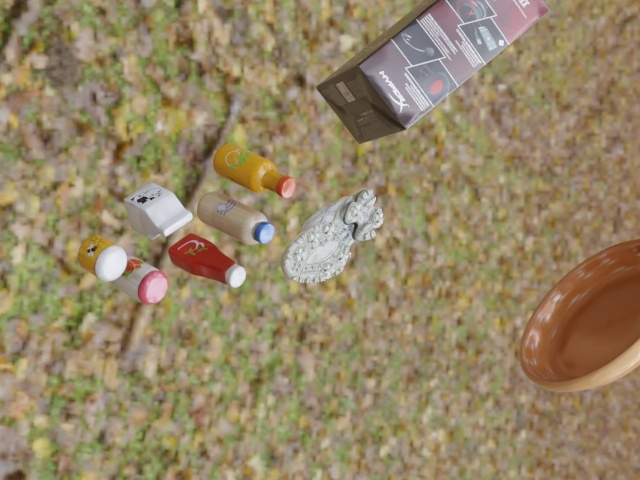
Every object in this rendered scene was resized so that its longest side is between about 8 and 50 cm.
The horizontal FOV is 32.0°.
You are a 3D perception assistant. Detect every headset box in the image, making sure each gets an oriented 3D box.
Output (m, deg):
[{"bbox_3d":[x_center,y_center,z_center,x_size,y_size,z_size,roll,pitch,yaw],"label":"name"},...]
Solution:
[{"bbox_3d":[0.159,-0.270,1.537,0.293,0.218,0.110,-40,99,-12],"label":"headset box"}]

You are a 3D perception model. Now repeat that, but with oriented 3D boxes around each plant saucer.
[{"bbox_3d":[0.296,0.082,1.162,0.037,0.200,0.200,45,46,-18],"label":"plant saucer"}]

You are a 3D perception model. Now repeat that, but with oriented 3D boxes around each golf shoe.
[{"bbox_3d":[0.000,0.000,1.376,0.176,0.086,0.069,-36,112,-40],"label":"golf shoe"}]

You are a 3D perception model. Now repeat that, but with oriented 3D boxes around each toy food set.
[{"bbox_3d":[-0.134,-0.003,1.197,0.232,0.104,0.111,-36,135,-34],"label":"toy food set"}]
